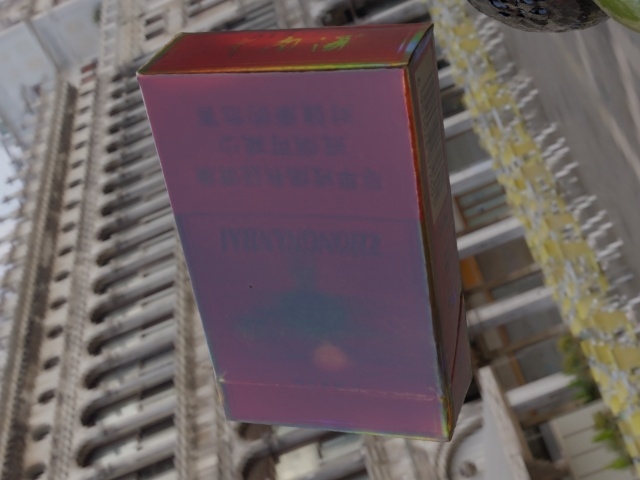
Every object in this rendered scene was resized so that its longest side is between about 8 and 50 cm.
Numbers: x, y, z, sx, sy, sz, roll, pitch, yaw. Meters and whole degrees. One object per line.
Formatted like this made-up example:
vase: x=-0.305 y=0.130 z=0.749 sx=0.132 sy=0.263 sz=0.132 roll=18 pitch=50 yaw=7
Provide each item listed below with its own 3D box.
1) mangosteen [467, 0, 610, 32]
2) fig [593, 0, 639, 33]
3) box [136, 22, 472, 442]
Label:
mangosteen: x=0.150 y=-0.212 z=0.705 sx=0.152 sy=0.152 sz=0.152 roll=-22 pitch=-90 yaw=-82
fig: x=0.152 y=-0.147 z=0.435 sx=0.121 sy=0.136 sz=0.153 roll=88 pitch=-163 yaw=-47
box: x=-0.001 y=-0.001 z=0.823 sx=0.089 sy=0.197 sz=0.313 roll=-60 pitch=-34 yaw=-54
